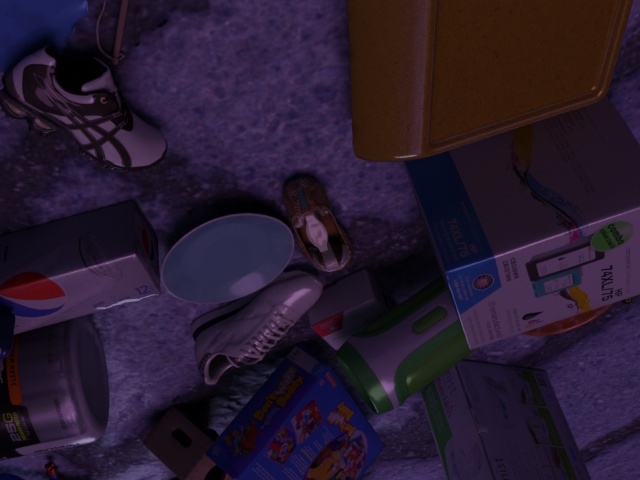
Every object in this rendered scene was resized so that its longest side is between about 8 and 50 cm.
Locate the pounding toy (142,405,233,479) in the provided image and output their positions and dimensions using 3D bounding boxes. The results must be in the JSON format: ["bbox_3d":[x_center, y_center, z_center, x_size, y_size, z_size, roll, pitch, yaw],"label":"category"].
[{"bbox_3d":[-0.180,0.403,1.401,0.094,0.181,0.206,-51,140,-14],"label":"pounding toy"}]

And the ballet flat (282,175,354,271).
[{"bbox_3d":[0.000,0.000,1.075,0.073,0.067,0.206,-22,140,8],"label":"ballet flat"}]

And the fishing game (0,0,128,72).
[{"bbox_3d":[-0.314,-0.229,0.750,0.264,0.041,0.189,-1,147,-22],"label":"fishing game"}]

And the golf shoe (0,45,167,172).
[{"bbox_3d":[-0.230,-0.136,0.835,0.094,0.077,0.198,-36,145,29],"label":"golf shoe"}]

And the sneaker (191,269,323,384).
[{"bbox_3d":[-0.089,0.129,1.182,0.235,0.094,0.090,-33,134,20],"label":"sneaker"}]

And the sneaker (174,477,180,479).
[{"bbox_3d":[-0.244,0.497,1.586,0.170,0.063,0.075,-17,146,12],"label":"sneaker"}]

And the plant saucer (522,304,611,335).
[{"bbox_3d":[0.394,0.087,1.308,0.200,0.037,0.200,-7,139,-6],"label":"plant saucer"}]

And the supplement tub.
[{"bbox_3d":[-0.468,0.210,1.093,0.316,0.193,0.193,-11,140,-4],"label":"supplement tub"}]

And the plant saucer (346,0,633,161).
[{"bbox_3d":[0.195,-0.225,0.813,0.333,0.081,0.332,-18,141,-10],"label":"plant saucer"}]

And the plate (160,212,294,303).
[{"bbox_3d":[-0.127,0.021,1.083,0.188,0.024,0.188,-16,143,-13],"label":"plate"}]

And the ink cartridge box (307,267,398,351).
[{"bbox_3d":[0.062,0.124,1.239,0.109,0.063,0.150,-27,138,14],"label":"ink cartridge box"}]

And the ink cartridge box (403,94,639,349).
[{"bbox_3d":[0.277,-0.024,1.023,0.270,0.197,0.198,-20,140,7],"label":"ink cartridge box"}]

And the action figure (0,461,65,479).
[{"bbox_3d":[-0.528,0.445,1.422,0.280,0.091,0.139,23,140,-35],"label":"action figure"}]

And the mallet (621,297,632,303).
[{"bbox_3d":[0.504,0.056,1.307,0.062,0.039,0.189,-13,144,-3],"label":"mallet"}]

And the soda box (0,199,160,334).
[{"bbox_3d":[-0.354,0.045,1.009,0.286,0.098,0.091,-15,140,3],"label":"soda box"}]

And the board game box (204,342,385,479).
[{"bbox_3d":[-0.029,0.365,1.387,0.233,0.078,0.347,-48,142,-17],"label":"board game box"}]

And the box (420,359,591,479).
[{"bbox_3d":[0.335,0.363,1.438,0.231,0.262,0.126,10,135,-27],"label":"box"}]

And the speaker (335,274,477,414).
[{"bbox_3d":[0.173,0.126,1.161,0.297,0.131,0.131,-33,141,-10],"label":"speaker"}]

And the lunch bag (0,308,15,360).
[{"bbox_3d":[-0.415,0.115,0.944,0.098,0.067,0.065,-36,134,23],"label":"lunch bag"}]
